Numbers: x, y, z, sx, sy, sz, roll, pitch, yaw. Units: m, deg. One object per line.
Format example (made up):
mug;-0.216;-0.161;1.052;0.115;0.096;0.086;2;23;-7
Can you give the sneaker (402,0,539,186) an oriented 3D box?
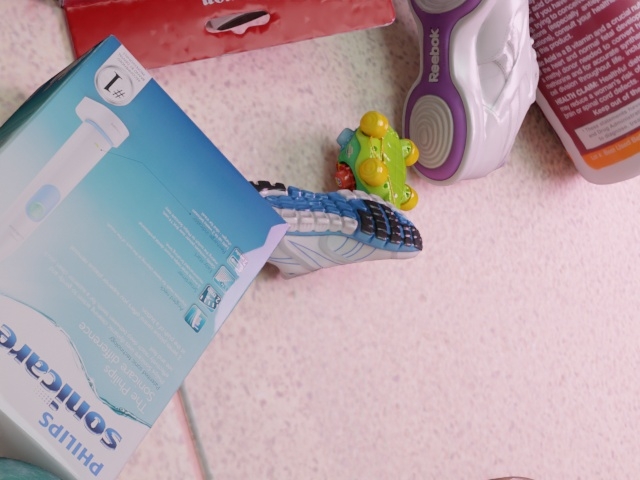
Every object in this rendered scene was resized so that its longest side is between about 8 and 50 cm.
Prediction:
sneaker;0.164;-0.210;1.353;0.152;0.114;0.305;-5;107;-48

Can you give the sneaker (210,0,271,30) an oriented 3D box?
sneaker;-0.011;-0.304;1.280;0.290;0.106;0.123;-28;94;-41

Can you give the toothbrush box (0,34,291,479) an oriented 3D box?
toothbrush box;-0.192;0.026;0.988;0.216;0.126;0.295;47;50;-18

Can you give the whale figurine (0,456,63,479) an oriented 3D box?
whale figurine;-0.248;0.225;0.797;0.272;0.141;0.216;0;77;-39

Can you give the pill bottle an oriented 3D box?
pill bottle;0.290;-0.279;1.442;0.224;0.224;0.392;-41;102;-41

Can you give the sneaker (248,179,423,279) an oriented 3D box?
sneaker;0.000;0.000;1.187;0.191;0.083;0.071;9;34;-22

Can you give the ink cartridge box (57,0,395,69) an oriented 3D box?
ink cartridge box;-0.086;-0.307;1.126;0.310;0.130;0.271;-14;84;-16

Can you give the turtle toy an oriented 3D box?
turtle toy;0.048;-0.059;1.260;0.095;0.066;0.130;35;52;-54

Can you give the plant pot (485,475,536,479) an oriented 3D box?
plant pot;0.217;0.333;1.222;0.237;0.110;0.237;17;63;-36
